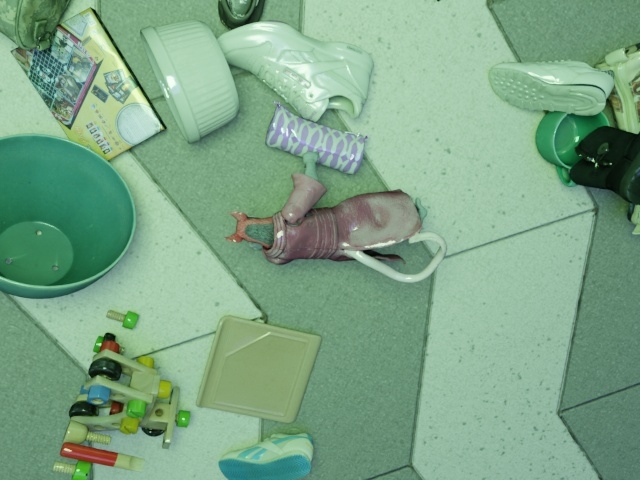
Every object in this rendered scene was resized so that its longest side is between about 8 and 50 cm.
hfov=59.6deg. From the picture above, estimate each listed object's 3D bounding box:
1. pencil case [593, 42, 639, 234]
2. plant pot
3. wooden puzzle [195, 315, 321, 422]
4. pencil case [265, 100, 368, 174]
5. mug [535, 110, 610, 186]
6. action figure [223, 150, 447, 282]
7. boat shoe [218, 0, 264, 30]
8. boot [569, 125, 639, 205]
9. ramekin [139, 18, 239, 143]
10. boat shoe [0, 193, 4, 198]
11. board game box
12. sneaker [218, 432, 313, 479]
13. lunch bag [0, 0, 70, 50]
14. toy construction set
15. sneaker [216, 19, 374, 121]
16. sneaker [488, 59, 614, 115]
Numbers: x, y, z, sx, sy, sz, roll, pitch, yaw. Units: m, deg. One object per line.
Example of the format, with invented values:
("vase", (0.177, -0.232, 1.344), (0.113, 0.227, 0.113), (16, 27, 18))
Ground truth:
("pencil case", (0.697, -0.223, 1.173), (0.183, 0.159, 0.411), (-35, 112, -33))
("plant pot", (-0.500, -0.015, 1.000), (0.290, 0.290, 0.195), (30, 142, -15))
("wooden puzzle", (-0.136, 0.286, 1.242), (0.238, 0.044, 0.221), (14, 102, -17))
("pencil case", (-0.007, -0.199, 1.106), (0.206, 0.086, 0.088), (16, 106, -13))
("mug", (0.518, -0.209, 1.184), (0.129, 0.097, 0.158), (26, 100, -15))
("action figure", (0.000, 0.000, 1.055), (0.369, 0.276, 0.248), (-4, 134, -26))
("boat shoe", (-0.130, -0.546, 0.988), (0.112, 0.095, 0.336), (3, 104, -10))
("boot", (0.584, -0.195, 1.036), (0.094, 0.207, 0.247), (23, 105, -14))
("ramekin", (-0.225, -0.286, 0.991), (0.109, 0.207, 0.207), (-24, 108, -12))
("boat shoe", (-0.668, -0.198, 0.989), (0.091, 0.109, 0.305), (-18, 113, -5))
("board game box", (-0.424, -0.277, 1.039), (0.165, 0.042, 0.243), (-29, 107, -1))
("sneaker", (-0.122, 0.498, 1.278), (0.228, 0.092, 0.088), (-12, 110, 14))
("lunch bag", (-0.537, -0.481, 0.875), (0.305, 0.213, 0.256), (31, 113, -8))
("toy construction set", (-0.359, 0.341, 1.095), (0.237, 0.309, 0.258), (21, 108, -19))
("sneaker", (-0.047, -0.308, 1.034), (0.304, 0.114, 0.152), (8, 80, -13))
("sneaker", (0.460, -0.321, 1.124), (0.235, 0.090, 0.095), (21, 69, 22))
